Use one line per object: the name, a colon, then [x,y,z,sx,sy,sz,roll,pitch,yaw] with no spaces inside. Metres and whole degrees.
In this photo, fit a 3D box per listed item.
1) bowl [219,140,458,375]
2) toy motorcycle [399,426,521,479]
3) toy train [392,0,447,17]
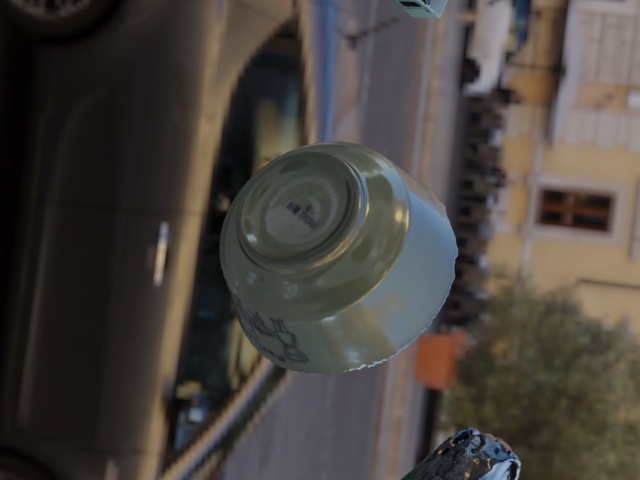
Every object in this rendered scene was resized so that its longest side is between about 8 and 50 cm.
bowl: [0.000,0.000,1.457,0.112,0.211,0.211,51,43,-52]
toy motorcycle: [0.003,0.147,0.617,0.190,0.074,0.106,-39,153,-25]
toy train: [0.100,-0.258,1.212,0.043,0.047,0.207,31,76,-39]
